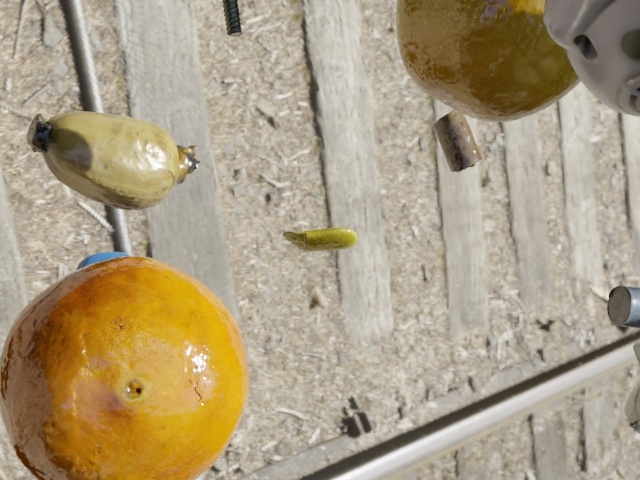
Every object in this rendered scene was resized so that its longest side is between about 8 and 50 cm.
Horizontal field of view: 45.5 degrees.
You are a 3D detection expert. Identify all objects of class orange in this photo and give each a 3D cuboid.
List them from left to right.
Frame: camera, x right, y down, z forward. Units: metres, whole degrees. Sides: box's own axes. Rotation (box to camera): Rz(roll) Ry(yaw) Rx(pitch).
[{"bbox_3d":[-0.221,0.162,0.882,0.283,0.226,0.284,1,87,-13],"label":"orange"},{"bbox_3d":[0.192,-0.240,0.800,0.236,0.236,0.237,2,87,-41],"label":"orange"}]

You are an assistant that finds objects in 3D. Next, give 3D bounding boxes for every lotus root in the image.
[{"bbox_3d":[-0.310,-0.120,1.153,0.256,0.154,0.140,13,85,-33],"label":"lotus root"}]

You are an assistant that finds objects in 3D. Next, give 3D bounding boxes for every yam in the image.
[{"bbox_3d":[0.293,-0.214,1.644,0.084,0.084,0.127,-28,93,-38],"label":"yam"}]

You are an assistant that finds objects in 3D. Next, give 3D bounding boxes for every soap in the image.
[{"bbox_3d":[0.000,0.000,1.736,0.089,0.168,0.033,78,8,-57],"label":"soap"}]

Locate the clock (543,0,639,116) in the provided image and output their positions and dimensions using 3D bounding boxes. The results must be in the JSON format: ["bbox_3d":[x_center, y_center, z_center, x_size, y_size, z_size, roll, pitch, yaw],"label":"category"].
[{"bbox_3d":[0.191,-0.157,0.350,0.188,0.254,0.189,2,67,-5],"label":"clock"}]

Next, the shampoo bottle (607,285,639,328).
[{"bbox_3d":[0.415,0.079,0.830,0.213,0.072,0.072,5,84,-14],"label":"shampoo bottle"}]

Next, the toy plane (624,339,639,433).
[{"bbox_3d":[0.299,0.046,0.451,0.107,0.273,0.182,-13,78,-47],"label":"toy plane"}]

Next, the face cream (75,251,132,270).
[{"bbox_3d":[-0.318,0.146,1.228,0.149,0.083,0.264,3,53,-41],"label":"face cream"}]

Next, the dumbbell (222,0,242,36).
[{"bbox_3d":[-0.118,-0.363,0.888,0.081,0.081,0.254,-7,87,-41],"label":"dumbbell"}]
